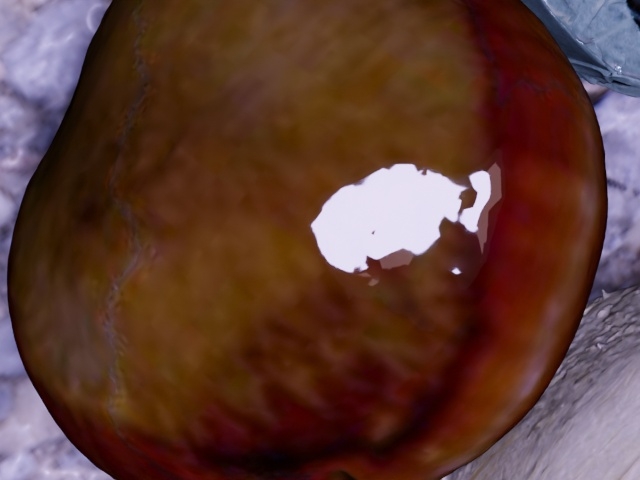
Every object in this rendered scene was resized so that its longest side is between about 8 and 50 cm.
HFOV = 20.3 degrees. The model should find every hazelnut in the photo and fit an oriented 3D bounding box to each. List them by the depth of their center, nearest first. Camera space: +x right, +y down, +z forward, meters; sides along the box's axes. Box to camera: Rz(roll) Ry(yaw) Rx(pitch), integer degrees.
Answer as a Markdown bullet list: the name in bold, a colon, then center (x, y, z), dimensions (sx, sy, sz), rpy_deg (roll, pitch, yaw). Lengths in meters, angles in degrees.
- **hazelnut**: center (0.000, 0.000, 0.657), dimensions (0.229, 0.229, 0.229), rpy_deg (-4, 100, -25)

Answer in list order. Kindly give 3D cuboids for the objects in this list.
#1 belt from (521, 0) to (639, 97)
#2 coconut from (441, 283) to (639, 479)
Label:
- **belt**: center (0.150, -0.133, 0.762), dimensions (0.198, 0.078, 0.151), rpy_deg (-1, 103, -28)
- **coconut**: center (0.163, 0.147, 0.725), dimensions (0.245, 0.245, 0.247), rpy_deg (41, 74, -25)
